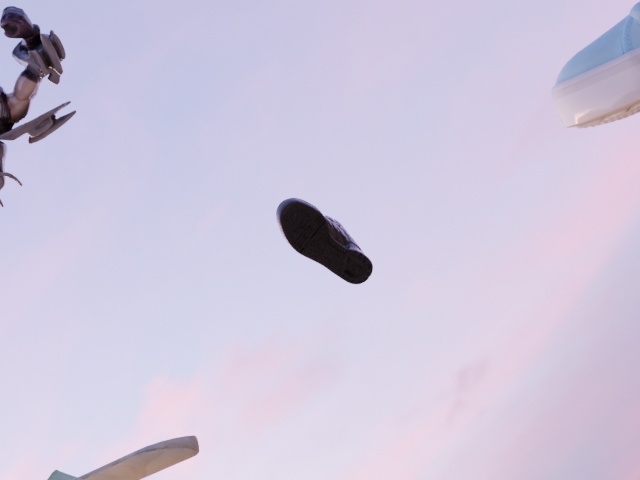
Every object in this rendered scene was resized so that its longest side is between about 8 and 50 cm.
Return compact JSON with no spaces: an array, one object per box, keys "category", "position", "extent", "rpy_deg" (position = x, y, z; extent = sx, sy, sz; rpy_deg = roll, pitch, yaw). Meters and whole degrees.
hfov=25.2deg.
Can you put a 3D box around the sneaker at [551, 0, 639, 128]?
[{"category":"sneaker","position":[0.309,-0.218,1.033],"extent":[0.366,0.150,0.135],"rpy_deg":[-31,-8,13]}]

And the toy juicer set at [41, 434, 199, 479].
[{"category":"toy juicer set","position":[-0.235,0.213,0.802],"extent":[0.329,0.089,0.209],"rpy_deg":[-19,-8,-37]}]

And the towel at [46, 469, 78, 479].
[{"category":"towel","position":[-0.233,0.284,1.418],"extent":[0.113,0.152,0.023],"rpy_deg":[-50,-37,-42]}]

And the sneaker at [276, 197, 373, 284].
[{"category":"sneaker","position":[0.002,-0.002,1.614],"extent":[0.170,0.089,0.051],"rpy_deg":[39,-85,-30]}]

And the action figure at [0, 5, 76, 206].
[{"category":"action figure","position":[-0.304,-0.156,1.110],"extent":[0.185,0.285,0.099],"rpy_deg":[-22,2,-13]}]
